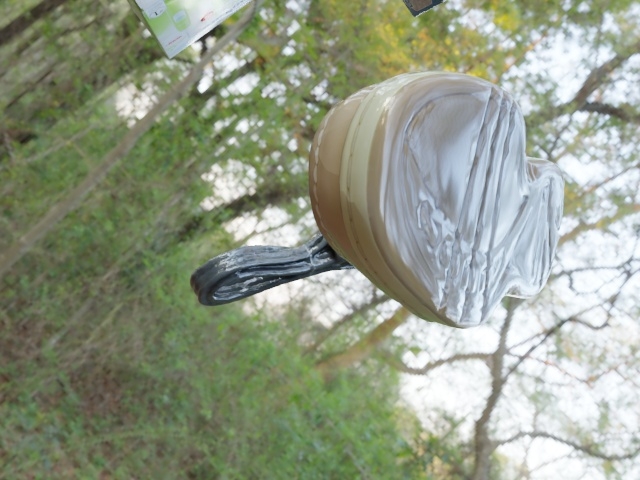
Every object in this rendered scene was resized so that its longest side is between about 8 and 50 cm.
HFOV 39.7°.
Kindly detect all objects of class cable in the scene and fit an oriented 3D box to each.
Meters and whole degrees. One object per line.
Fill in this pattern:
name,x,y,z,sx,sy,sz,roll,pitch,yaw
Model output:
cable,0.000,0.000,0.900,0.139,0.287,0.072,109,-39,-64

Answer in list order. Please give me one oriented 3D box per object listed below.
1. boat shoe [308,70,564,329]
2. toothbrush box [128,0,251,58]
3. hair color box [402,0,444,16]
boat shoe,0.060,-0.018,0.516,0.110,0.122,0.341,12,-1,24
toothbrush box,-0.227,-0.445,1.497,0.122,0.206,0.283,54,-3,1
hair color box,0.249,-0.575,1.580,0.174,0.347,0.105,51,-23,-15
